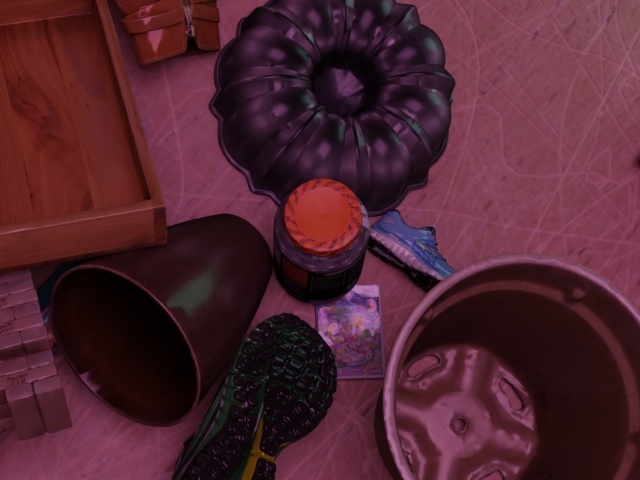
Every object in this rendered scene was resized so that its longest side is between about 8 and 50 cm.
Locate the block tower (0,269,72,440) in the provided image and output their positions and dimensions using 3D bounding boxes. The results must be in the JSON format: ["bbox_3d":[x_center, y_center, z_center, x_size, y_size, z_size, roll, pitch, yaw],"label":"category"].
[{"bbox_3d":[-0.370,0.063,1.566,0.091,0.097,0.335,-14,55,-13],"label":"block tower"}]

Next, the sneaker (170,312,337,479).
[{"bbox_3d":[-0.101,0.228,1.636,0.134,0.146,0.343,41,57,-12],"label":"sneaker"}]

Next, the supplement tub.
[{"bbox_3d":[0.000,0.000,1.663,0.117,0.190,0.117,1,71,-3],"label":"supplement tub"}]

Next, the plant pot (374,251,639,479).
[{"bbox_3d":[0.201,0.209,1.607,0.333,0.305,0.334,2,77,-11],"label":"plant pot"}]

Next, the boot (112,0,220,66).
[{"bbox_3d":[-0.155,-0.354,1.762,0.283,0.109,0.220,-23,99,-40],"label":"boot"}]

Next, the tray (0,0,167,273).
[{"bbox_3d":[-0.323,-0.150,1.608,0.202,0.076,0.411,-11,51,-13],"label":"tray"}]

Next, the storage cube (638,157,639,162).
[{"bbox_3d":[0.576,-0.151,1.808,0.193,0.215,0.184,29,74,-10],"label":"storage cube"}]

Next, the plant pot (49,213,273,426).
[{"bbox_3d":[-0.164,0.067,1.619,0.215,0.215,0.230,46,45,1],"label":"plant pot"}]

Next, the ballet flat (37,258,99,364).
[{"bbox_3d":[-0.329,0.105,1.653,0.241,0.091,0.077,-49,121,-12],"label":"ballet flat"}]

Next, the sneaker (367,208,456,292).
[{"bbox_3d":[0.139,0.016,1.762,0.162,0.063,0.073,36,71,-2],"label":"sneaker"}]

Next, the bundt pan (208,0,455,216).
[{"bbox_3d":[0.028,-0.194,1.754,0.330,0.124,0.331,2,78,-11],"label":"bundt pan"}]

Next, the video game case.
[{"bbox_3d":[0.037,0.117,1.747,0.087,0.011,0.122,-1,78,-11],"label":"video game case"}]
